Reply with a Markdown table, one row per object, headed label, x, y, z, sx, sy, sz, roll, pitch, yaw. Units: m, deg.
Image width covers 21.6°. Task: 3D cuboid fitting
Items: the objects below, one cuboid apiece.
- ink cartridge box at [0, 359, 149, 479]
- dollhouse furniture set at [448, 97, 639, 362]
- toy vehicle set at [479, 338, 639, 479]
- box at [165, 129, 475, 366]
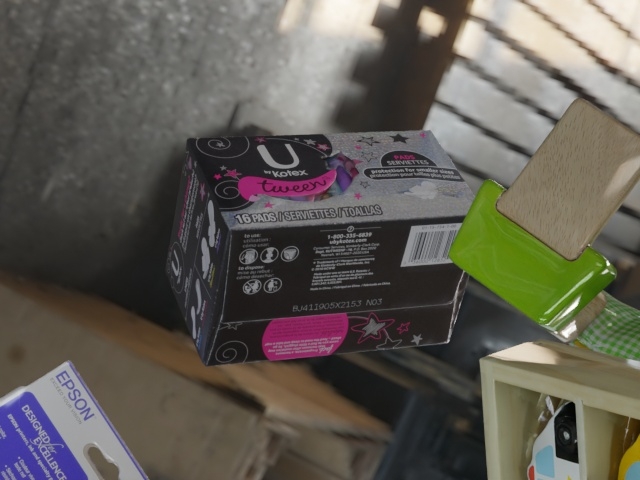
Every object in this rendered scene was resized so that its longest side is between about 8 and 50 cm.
| label | x | y | z | sx | sy | sz | roll | pitch | yaw |
| --- | --- | --- | --- | --- | --- | --- | --- | --- | --- |
| ink cartridge box | -0.246 | 0.237 | 1.450 | 0.208 | 0.206 | 0.045 | -31 | -173 | 3 |
| dollhouse furniture set | 0.235 | 0.028 | 1.109 | 0.151 | 0.197 | 0.301 | -54 | 154 | 2 |
| toy vehicle set | 0.141 | 0.182 | 0.650 | 0.035 | 0.166 | 0.267 | -16 | 107 | -37 |
| box | 0.000 | 0.000 | 1.526 | 0.247 | 0.142 | 0.163 | -4 | 129 | -23 |
